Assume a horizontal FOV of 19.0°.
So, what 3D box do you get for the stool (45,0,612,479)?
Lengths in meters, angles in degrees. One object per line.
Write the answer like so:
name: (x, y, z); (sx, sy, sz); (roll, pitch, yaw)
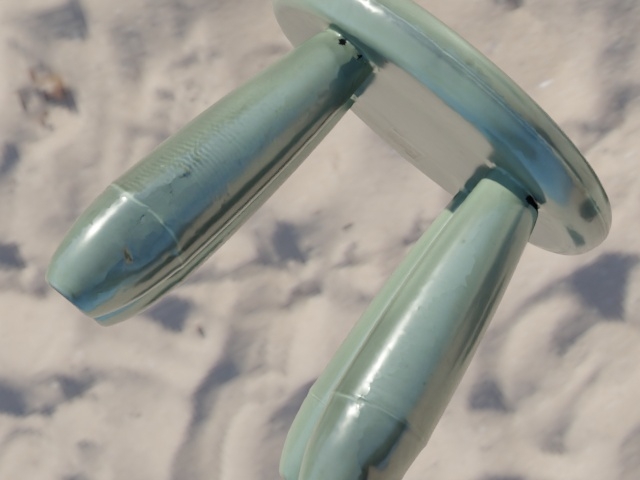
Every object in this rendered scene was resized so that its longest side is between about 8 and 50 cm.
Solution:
stool: (0.000, 0.000, 0.883); (0.195, 0.195, 0.198); (42, 85, -1)
